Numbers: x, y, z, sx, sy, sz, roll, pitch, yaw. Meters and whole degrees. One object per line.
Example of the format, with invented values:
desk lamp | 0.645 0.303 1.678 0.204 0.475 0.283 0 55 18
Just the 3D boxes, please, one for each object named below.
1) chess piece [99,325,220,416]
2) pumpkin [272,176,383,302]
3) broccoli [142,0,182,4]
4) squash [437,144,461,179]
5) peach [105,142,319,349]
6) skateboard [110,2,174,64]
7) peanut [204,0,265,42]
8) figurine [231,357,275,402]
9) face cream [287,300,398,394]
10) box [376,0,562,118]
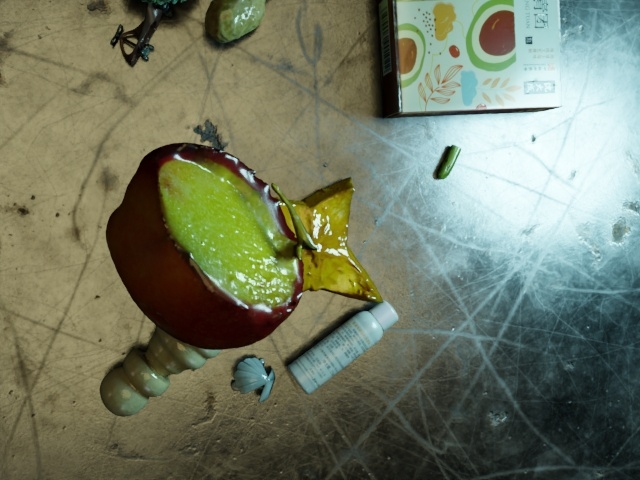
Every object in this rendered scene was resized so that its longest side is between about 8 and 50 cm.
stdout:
chess piece | -0.348 0.261 1.689 0.261 0.143 0.142 -41 99 1
pumpkin | -0.016 0.021 1.749 0.259 0.095 0.290 -13 98 -14
broccoli | -0.335 -0.584 1.609 0.220 0.194 0.194 14 90 11
squash | 0.292 -0.176 1.832 0.028 0.027 0.083 25 88 -11
peach | -0.228 0.019 1.552 0.406 0.310 0.335 49 47 -7
skateboard | -0.377 -0.444 1.683 0.080 0.067 0.151 29 91 -1
peanut | -0.159 -0.512 1.702 0.108 0.095 0.226 37 82 -26
figurine | -0.144 0.300 1.755 0.086 0.082 0.094 19 63 5
face cream | 0.055 0.231 1.778 0.269 0.082 0.082 -35 98 -7
box | 0.326 -0.453 1.778 0.386 0.122 0.344 -4 93 -10
